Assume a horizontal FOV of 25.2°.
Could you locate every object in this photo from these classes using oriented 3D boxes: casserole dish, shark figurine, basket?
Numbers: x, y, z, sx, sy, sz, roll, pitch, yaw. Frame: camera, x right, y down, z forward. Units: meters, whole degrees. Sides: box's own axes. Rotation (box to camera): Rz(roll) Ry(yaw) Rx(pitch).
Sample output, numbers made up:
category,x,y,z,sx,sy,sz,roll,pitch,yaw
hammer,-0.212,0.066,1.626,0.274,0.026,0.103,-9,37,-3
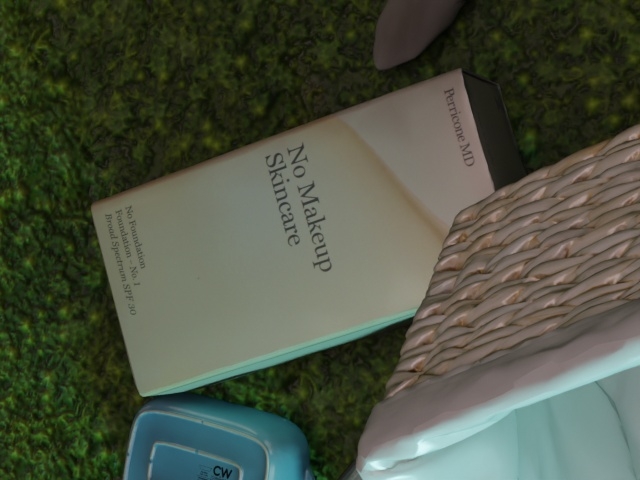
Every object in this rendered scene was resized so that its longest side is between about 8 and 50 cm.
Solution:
category,x,y,z,sx,sy,sz,roll,pitch,yaw
casserole dish,-0.089,0.182,1.119,0.188,0.037,0.114,10,90,34
shark figurine,0.072,-0.283,1.048,0.166,0.116,0.278,-17,84,19
basket,0.253,0.108,0.809,0.331,0.266,0.328,-26,111,28

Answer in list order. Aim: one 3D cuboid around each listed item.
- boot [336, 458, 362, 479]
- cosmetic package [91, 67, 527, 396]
category,x,y,z,sx,sy,sz,roll,pitch,yaw
boot,0.139,0.203,1.027,0.229,0.091,0.263,43,114,17
cosmetic package,0.000,0.000,1.069,0.310,0.113,0.160,-20,81,21
